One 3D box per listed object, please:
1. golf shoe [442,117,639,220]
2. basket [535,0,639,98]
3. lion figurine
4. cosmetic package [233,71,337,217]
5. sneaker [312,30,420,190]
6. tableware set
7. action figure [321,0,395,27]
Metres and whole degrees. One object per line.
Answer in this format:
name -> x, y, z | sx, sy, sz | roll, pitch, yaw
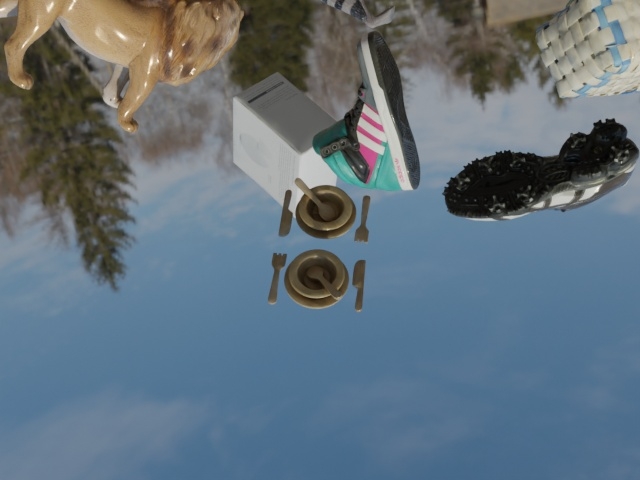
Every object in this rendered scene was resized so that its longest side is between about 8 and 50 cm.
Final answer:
golf shoe -> 0.229, -0.053, 0.893 | 0.198, 0.077, 0.094 | -14, 152, 17
basket -> 0.524, -0.351, 1.399 | 0.289, 0.201, 0.255 | -15, 175, -17
lion figurine -> -0.312, -0.311, 1.225 | 0.392, 0.240, 0.142 | 17, -154, -37
cosmetic package -> -0.076, -0.215, 1.958 | 0.138, 0.224, 0.225 | -34, -115, -26
sneaker -> 0.065, -0.221, 1.577 | 0.178, 0.295, 0.124 | -7, -159, 23
tableware set -> 0.000, 0.000, 1.175 | 0.128, 0.039, 0.194 | 4, -122, 4
action figure -> -0.048, -0.486, 1.399 | 0.330, 0.178, 0.341 | 19, 166, 16
